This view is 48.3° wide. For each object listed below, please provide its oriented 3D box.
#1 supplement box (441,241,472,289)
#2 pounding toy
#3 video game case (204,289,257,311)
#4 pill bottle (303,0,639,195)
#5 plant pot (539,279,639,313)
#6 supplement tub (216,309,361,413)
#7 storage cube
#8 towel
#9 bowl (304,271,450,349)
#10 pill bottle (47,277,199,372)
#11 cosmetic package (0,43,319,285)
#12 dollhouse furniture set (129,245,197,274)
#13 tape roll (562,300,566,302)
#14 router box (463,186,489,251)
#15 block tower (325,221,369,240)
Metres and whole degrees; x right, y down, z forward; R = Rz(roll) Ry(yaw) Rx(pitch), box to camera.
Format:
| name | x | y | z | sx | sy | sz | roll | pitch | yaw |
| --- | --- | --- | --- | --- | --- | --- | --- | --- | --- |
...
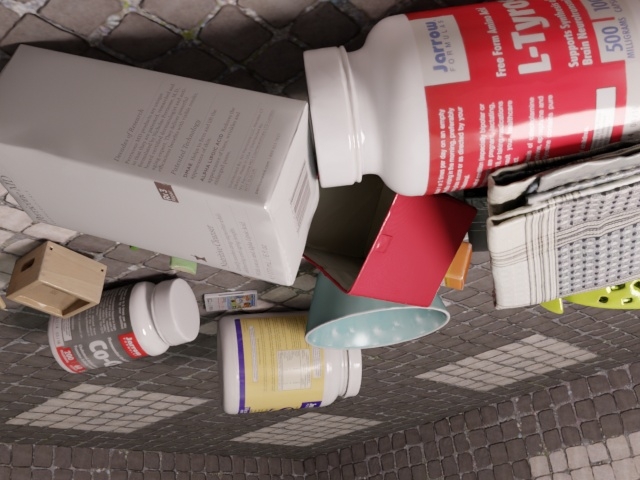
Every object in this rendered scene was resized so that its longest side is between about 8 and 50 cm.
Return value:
| name | x | y | z | sx | sy | sz | roll | pitch | yaw |
| --- | --- | --- | --- | --- | --- | --- | --- | --- | --- |
| supplement box | 0.171 | 0.027 | 1.388 | 0.233 | 0.078 | 0.080 | 14 | 162 | 15 |
| pounding toy | -0.547 | 0.067 | 1.352 | 0.181 | 0.094 | 0.206 | -23 | 141 | 37 |
| video game case | -0.210 | 0.142 | 1.680 | 0.122 | 0.011 | 0.087 | -4 | 153 | -8 |
| pill bottle | 0.189 | -0.180 | 0.903 | 0.407 | 0.229 | 0.229 | -8 | 154 | -1 |
| plant pot | 0.424 | -0.012 | 1.169 | 0.207 | 0.228 | 0.227 | -11 | -168 | 6 |
| supplement tub | -0.083 | 0.295 | 1.766 | 0.331 | 0.241 | 0.241 | -2 | 153 | -11 |
| storage cube | 0.100 | -0.024 | 1.156 | 0.193 | 0.183 | 0.215 | 14 | 106 | -41 |
| towel | 0.372 | -0.014 | 0.931 | 0.312 | 0.056 | 0.324 | -13 | 145 | 8 |
| bowl | 0.111 | 0.118 | 1.542 | 0.311 | 0.163 | 0.311 | -6 | 158 | -3 |
| pill bottle | -0.416 | 0.179 | 1.525 | 0.283 | 0.161 | 0.161 | -14 | 153 | 12 |
| cosmetic package | -0.207 | -0.092 | 0.900 | 0.384 | 0.156 | 0.217 | 11 | 154 | 12 |
| dollhouse furniture set | -0.272 | 0.005 | 1.313 | 0.058 | 0.076 | 0.151 | -27 | 147 | 35 |
| tape roll | 0.500 | 0.025 | 1.450 | 0.080 | 0.189 | 0.189 | -19 | 152 | 23 |
| router box | 0.363 | -0.045 | 1.338 | 0.178 | 0.046 | 0.133 | -3 | 128 | 15 |
| block tower | -0.038 | -0.054 | 1.249 | 0.335 | 0.097 | 0.091 | 20 | 142 | -41 |
